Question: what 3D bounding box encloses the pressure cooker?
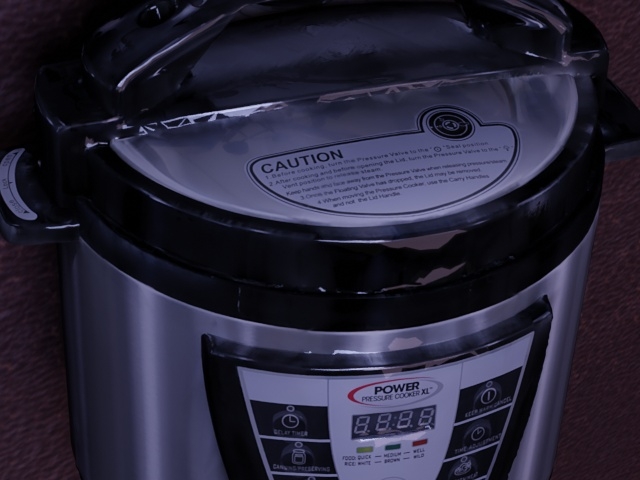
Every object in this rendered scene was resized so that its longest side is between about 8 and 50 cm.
[{"bbox_3d":[-0.004,-0.003,1.137,0.370,0.375,0.420,-46,148,-45],"label":"pressure cooker"}]
